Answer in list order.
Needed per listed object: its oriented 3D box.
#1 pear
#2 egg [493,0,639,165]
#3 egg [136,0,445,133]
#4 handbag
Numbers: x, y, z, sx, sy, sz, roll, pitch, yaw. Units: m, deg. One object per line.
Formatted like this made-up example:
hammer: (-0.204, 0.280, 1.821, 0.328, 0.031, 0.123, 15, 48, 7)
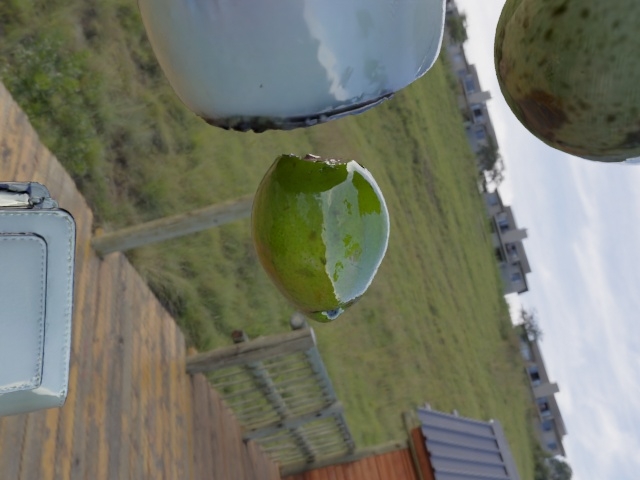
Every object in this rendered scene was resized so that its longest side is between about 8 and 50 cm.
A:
pear: (0.000, 0.000, 0.783, 0.187, 0.187, 0.220, -78, 169, -82)
egg: (0.459, -0.278, 0.833, 0.345, 0.427, 0.345, -3, 90, -66)
egg: (-0.045, -0.346, 0.678, 0.355, 0.354, 0.340, -100, 178, -56)
handbag: (-0.423, 0.067, 0.549, 0.160, 0.358, 0.237, 22, -71, 52)
